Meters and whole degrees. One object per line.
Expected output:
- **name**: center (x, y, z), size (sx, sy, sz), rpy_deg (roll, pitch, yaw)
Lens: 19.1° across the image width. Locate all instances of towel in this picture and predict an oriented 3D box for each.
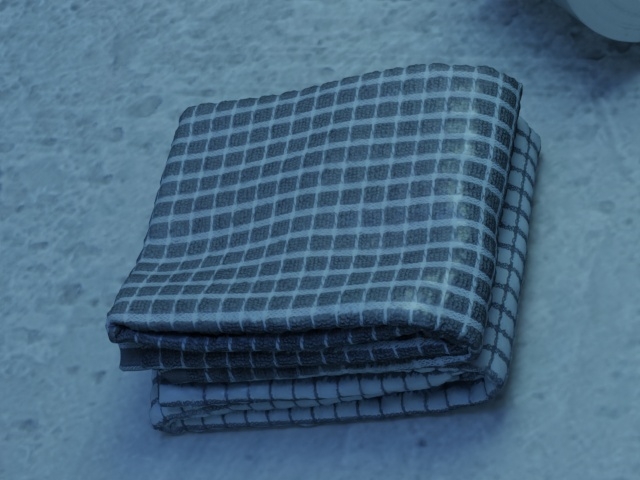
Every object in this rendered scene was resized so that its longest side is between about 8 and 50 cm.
- **towel**: center (0.000, 0.000, 1.329), size (0.284, 0.121, 0.235), rpy_deg (-6, 53, 22)

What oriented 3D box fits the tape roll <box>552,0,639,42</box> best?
- **tape roll**: center (0.215, -0.286, 1.358), size (0.246, 0.246, 0.169), rpy_deg (-39, 49, -6)
